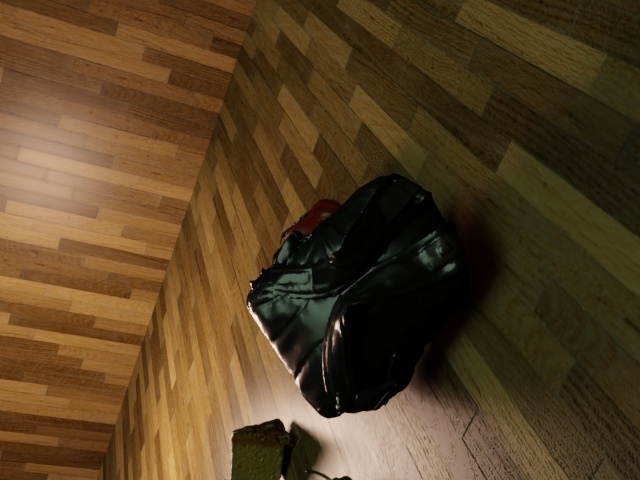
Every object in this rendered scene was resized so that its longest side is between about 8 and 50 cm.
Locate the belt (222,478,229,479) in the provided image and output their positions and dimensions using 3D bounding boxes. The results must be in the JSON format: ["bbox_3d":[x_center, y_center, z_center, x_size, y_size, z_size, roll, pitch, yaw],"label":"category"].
[{"bbox_3d":[-0.183,0.666,1.935,0.179,0.100,0.065,-139,60,-62],"label":"belt"}]

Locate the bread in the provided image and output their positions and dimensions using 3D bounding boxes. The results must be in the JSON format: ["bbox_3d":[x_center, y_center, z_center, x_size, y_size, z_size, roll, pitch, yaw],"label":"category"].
[{"bbox_3d":[-0.153,0.512,1.893,0.127,0.152,0.147,-147,63,-68],"label":"bread"}]

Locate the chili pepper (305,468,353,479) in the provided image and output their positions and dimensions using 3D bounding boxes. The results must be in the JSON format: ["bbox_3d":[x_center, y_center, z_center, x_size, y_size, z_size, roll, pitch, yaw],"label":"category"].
[{"bbox_3d":[0.055,0.503,1.490,0.072,0.073,0.204,-51,41,14],"label":"chili pepper"}]

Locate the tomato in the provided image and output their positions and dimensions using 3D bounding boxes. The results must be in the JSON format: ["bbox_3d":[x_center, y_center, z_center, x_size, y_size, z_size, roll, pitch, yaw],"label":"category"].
[{"bbox_3d":[0.000,0.000,1.789,0.187,0.151,0.187,-41,-3,-2],"label":"tomato"}]

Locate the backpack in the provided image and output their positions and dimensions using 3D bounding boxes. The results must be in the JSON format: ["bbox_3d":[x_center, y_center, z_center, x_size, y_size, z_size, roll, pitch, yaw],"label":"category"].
[{"bbox_3d":[0.076,0.086,1.391,0.363,0.255,0.445,51,117,24],"label":"backpack"}]
